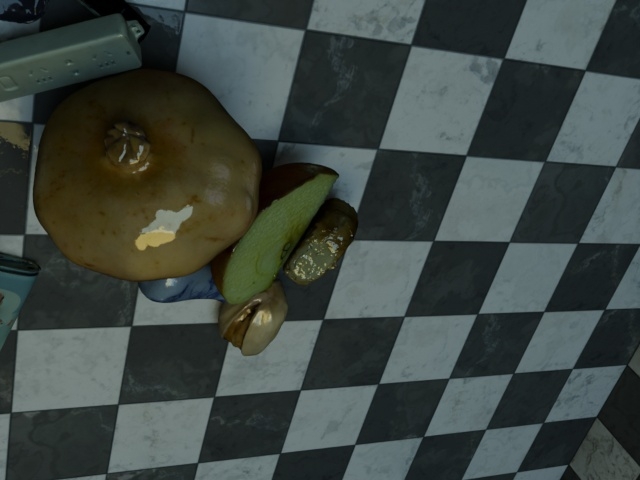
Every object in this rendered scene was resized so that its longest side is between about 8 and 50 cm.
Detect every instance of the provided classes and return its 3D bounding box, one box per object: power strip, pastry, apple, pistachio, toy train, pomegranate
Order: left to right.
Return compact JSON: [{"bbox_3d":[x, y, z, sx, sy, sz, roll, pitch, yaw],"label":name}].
[{"bbox_3d":[-0.468,-0.310,1.337,0.338,0.058,0.098,-13,157,2],"label":"power strip"},{"bbox_3d":[-0.380,-0.413,1.305,0.055,0.048,0.252,-54,152,-2],"label":"toy train"},{"bbox_3d":[-0.315,-0.116,1.394,0.411,0.411,0.411,-13,128,-17],"label":"pomegranate"},{"bbox_3d":[-0.162,0.180,1.847,0.157,0.157,0.229,5,133,-29],"label":"pistachio"},{"bbox_3d":[-0.118,-0.033,1.632,0.179,0.254,0.346,30,105,-19],"label":"apple"},{"bbox_3d":[0.000,0.000,1.738,0.100,0.229,0.218,39,62,-13],"label":"pastry"}]

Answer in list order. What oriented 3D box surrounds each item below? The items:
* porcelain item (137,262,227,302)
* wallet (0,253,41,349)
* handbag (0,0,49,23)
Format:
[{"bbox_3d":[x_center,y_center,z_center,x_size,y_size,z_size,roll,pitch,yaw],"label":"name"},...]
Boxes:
[{"bbox_3d":[-0.299,0.074,1.707,0.259,0.141,0.141,15,116,-42],"label":"porcelain item"},{"bbox_3d":[-0.708,0.137,1.596,0.176,0.075,0.250,16,115,-39],"label":"wallet"},{"bbox_3d":[-0.566,-0.503,1.168,0.329,0.122,0.303,2,123,-25],"label":"handbag"}]
